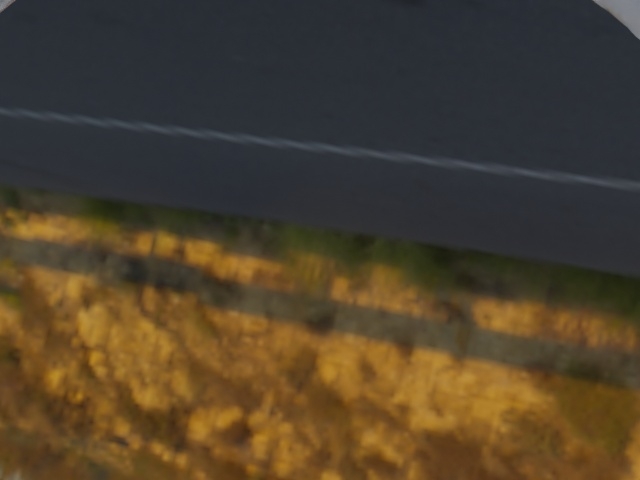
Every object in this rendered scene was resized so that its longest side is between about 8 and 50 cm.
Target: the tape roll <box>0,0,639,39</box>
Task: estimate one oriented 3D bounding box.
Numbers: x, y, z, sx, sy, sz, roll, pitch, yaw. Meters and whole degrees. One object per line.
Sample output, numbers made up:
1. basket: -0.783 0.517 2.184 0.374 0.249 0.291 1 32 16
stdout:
1. tape roll: 0.000 0.000 0.305 0.321 0.321 0.077 13 159 3
